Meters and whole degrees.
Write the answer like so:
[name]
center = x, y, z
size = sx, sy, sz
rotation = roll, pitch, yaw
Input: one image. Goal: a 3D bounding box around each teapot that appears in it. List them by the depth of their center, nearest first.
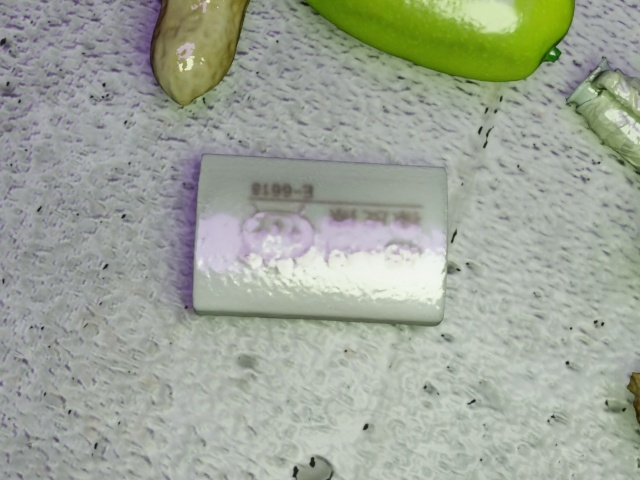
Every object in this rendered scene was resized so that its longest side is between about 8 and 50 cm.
[teapot]
center = 0.369, -0.118, 1.362
size = 0.200, 0.107, 0.077
rotation = 42, 90, 5

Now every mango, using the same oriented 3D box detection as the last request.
[mango]
center = 0.114, -0.293, 1.355
size = 0.343, 0.156, 0.192
rotation = 19, 80, 1

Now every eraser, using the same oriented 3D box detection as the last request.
[eraser]
center = 0.000, 0.000, 1.326
size = 0.270, 0.095, 0.174
rotation = 4, 76, -4

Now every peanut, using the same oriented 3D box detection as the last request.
[peanut]
center = -0.131, -0.264, 1.354
size = 0.110, 0.120, 0.236
rotation = 20, 74, -21

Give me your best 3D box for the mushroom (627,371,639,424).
[mushroom]
center = 0.481, 0.051, 1.221
size = 0.331, 0.334, 0.356
rotation = 48, 61, -19
